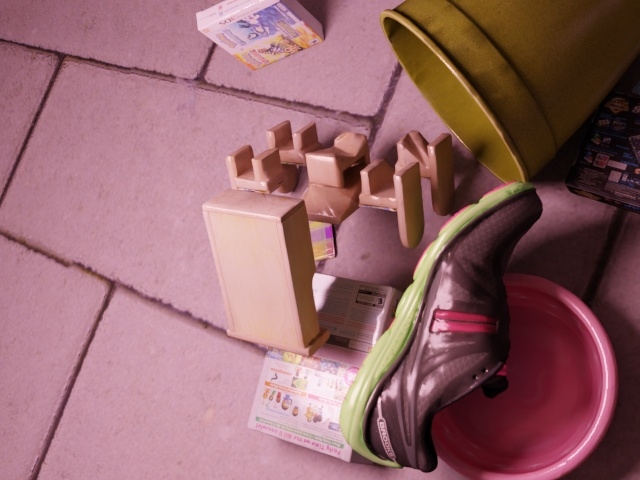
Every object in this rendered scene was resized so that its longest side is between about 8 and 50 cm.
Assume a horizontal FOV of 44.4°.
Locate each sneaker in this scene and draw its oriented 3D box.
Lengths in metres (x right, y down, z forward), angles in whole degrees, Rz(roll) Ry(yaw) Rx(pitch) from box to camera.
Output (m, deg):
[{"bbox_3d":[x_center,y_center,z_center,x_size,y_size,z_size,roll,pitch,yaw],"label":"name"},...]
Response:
[{"bbox_3d":[0.216,0.134,1.197,0.202,0.185,0.483,29,94,16],"label":"sneaker"}]

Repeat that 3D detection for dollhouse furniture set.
[{"bbox_3d":[-0.001,-0.020,1.386,0.362,0.394,0.256,10,122,31],"label":"dollhouse furniture set"}]

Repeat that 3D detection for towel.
[{"bbox_3d":[0.000,0.000,1.535,0.060,0.009,0.083,-16,67,26],"label":"towel"}]

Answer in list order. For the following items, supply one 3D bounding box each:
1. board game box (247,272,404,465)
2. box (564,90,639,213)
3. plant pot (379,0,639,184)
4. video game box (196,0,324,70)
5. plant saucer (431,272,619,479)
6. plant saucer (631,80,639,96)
[{"bbox_3d":[0.018,0.220,1.406,0.224,0.097,0.303,10,79,33],"label":"board game box"},{"bbox_3d":[0.525,-0.130,1.242,0.220,0.051,0.175,22,87,33],"label":"box"},{"bbox_3d":[0.345,-0.330,1.258,0.353,0.366,0.366,-39,59,3],"label":"plant pot"},{"bbox_3d":[-0.122,-0.442,1.625,0.187,0.205,0.048,-14,70,27],"label":"video game box"},{"bbox_3d":[0.303,0.221,1.246,0.332,0.084,0.332,-10,70,27],"label":"plant saucer"},{"bbox_3d":[0.581,-0.288,1.248,0.192,0.018,0.067,-48,53,-9],"label":"plant saucer"}]
